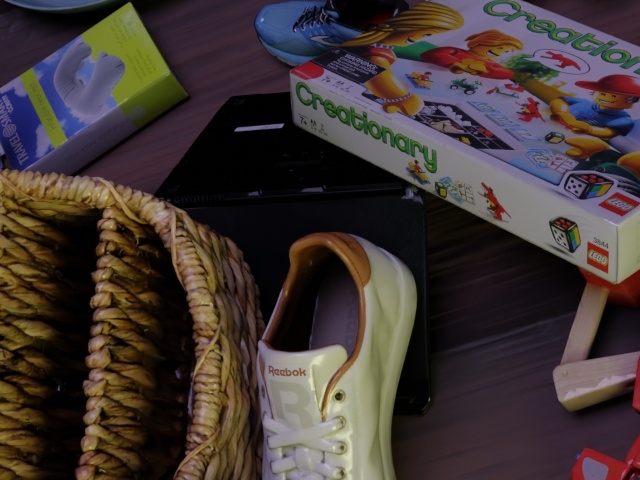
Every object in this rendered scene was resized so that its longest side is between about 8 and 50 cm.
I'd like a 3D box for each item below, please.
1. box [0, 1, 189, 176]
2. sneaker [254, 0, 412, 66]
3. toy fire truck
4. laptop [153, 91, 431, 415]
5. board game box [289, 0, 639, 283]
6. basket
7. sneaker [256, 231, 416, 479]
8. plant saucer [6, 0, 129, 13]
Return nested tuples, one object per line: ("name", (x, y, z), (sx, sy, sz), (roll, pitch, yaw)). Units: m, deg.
("box", (-0.211, -0.115, 1.566), (0.178, 0.042, 0.109), (-34, 49, 2))
("sneaker", (0.016, -0.180, 1.470), (0.162, 0.073, 0.063), (6, 62, 30))
("toy fire truck", (0.203, 0.093, 1.208), (0.135, 0.047, 0.192), (23, 72, 37))
("laptop", (0.000, 0.000, 1.399), (0.234, 0.137, 0.264), (-3, 33, 25))
("board game box", (0.151, -0.087, 1.300), (0.193, 0.053, 0.305), (-31, 43, -33))
("basket", (-0.171, 0.108, 1.241), (0.213, 0.223, 0.299), (-5, 69, 27))
("sneaker", (-0.010, 0.133, 1.220), (0.105, 0.123, 0.290), (-3, 73, 28))
("plant saucer", (-0.183, -0.329, 1.695), (0.317, 0.044, 0.318), (-13, 54, 19))
